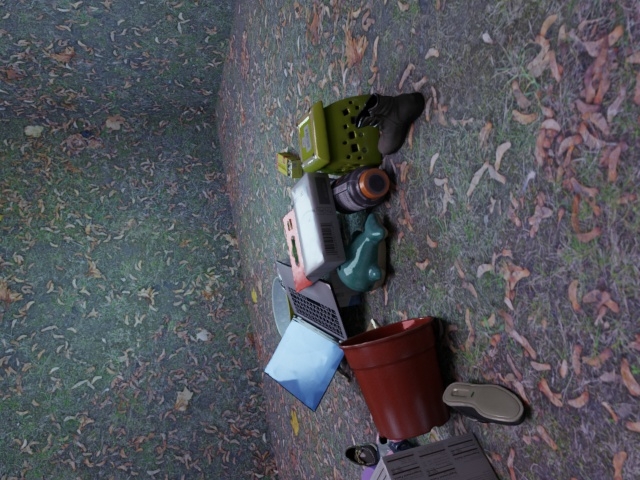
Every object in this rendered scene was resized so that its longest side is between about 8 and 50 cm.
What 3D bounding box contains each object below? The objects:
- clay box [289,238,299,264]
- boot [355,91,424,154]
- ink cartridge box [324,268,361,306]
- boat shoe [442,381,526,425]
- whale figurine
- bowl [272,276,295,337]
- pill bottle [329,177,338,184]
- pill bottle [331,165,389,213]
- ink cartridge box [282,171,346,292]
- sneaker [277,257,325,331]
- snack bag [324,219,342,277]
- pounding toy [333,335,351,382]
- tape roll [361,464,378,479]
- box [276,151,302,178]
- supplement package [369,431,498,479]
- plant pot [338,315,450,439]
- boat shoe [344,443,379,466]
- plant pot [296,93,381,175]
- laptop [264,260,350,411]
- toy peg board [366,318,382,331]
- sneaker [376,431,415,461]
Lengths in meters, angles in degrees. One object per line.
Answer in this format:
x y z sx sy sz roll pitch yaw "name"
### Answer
-0.109 0.098 2.459 0.222 0.053 0.128 96 160 -62 "clay box"
0.163 -0.324 1.449 0.247 0.161 0.084 121 139 -59 "boot"
0.076 0.151 1.923 0.061 0.104 0.182 156 106 -67 "ink cartridge box"
0.388 0.385 1.219 0.079 0.084 0.233 48 157 -14 "boat shoe"
0.133 0.044 1.681 0.272 0.141 0.216 103 152 -42 "whale figurine"
-0.110 0.301 2.411 0.289 0.155 0.290 174 90 -70 "bowl"
0.043 -0.169 1.903 0.186 0.111 0.112 -151 57 -66 "pill bottle"
0.125 -0.160 1.654 0.245 0.130 0.131 166 96 -70 "pill bottle"
-0.063 -0.013 1.810 0.385 0.091 0.309 -38 59 55 "ink cartridge box"
-0.045 0.182 2.148 0.366 0.137 0.210 53 150 22 "sneaker"
0.000 0.000 2.188 0.342 0.037 0.324 -128 37 -55 "snack bag"
0.049 0.439 2.133 0.237 0.110 0.182 57 155 -19 "pounding toy"
0.232 0.892 1.758 0.274 0.090 0.275 172 90 -70 "tape roll"
-0.146 -0.351 2.441 0.232 0.058 0.088 -137 44 -62 "box"
0.270 0.618 1.308 0.145 0.261 0.204 -115 26 -42 "supplement package"
0.214 0.372 1.423 0.272 0.272 0.265 150 104 -69 "plant pot"
0.158 0.803 1.961 0.228 0.068 0.081 133 127 -65 "boat shoe"
0.048 -0.330 1.701 0.227 0.206 0.229 167 97 -70 "plant pot"
-0.093 0.338 1.962 0.381 0.236 0.408 17 131 54 "laptop"
0.206 0.367 1.711 0.161 0.079 0.161 51 127 55 "toy peg board"
0.249 0.656 1.601 0.319 0.112 0.131 162 97 -69 "sneaker"
